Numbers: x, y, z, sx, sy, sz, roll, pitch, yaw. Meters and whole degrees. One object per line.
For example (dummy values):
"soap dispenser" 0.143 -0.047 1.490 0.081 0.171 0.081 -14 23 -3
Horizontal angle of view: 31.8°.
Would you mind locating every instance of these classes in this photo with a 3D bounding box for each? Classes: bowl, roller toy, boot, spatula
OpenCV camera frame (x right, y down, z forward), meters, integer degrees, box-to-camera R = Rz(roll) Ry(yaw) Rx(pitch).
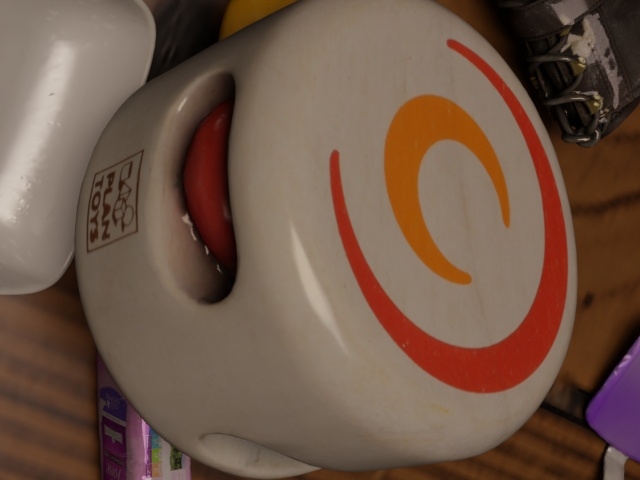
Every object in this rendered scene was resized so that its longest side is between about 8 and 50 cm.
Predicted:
"bowl" -0.138 -0.054 0.448 0.142 0.053 0.142 17 96 -63
"roller toy" 0.000 0.000 0.476 0.191 0.146 0.209 -45 110 -44
"boot" 0.093 -0.147 0.555 0.263 0.091 0.229 -35 109 -19
"spatula" 0.156 0.175 0.652 0.084 0.030 0.296 34 82 -24

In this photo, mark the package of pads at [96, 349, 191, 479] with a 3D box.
"package of pads" -0.082 0.086 0.518 0.032 0.050 0.083 -4 97 -31
